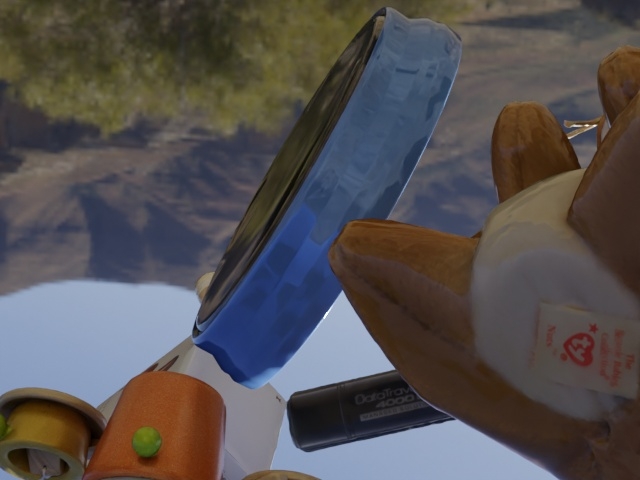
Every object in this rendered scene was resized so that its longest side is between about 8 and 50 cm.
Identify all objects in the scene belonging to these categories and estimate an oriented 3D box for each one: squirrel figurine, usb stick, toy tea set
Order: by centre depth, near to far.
[{"bbox_3d":[-0.100,0.225,0.884,0.200,0.124,0.336,-18,134,32],"label":"toy tea set"},{"bbox_3d":[0.275,0.046,0.898,0.281,0.397,0.370,-34,177,35],"label":"squirrel figurine"},{"bbox_3d":[0.089,0.195,1.426,0.278,0.077,0.045,-15,164,17],"label":"usb stick"}]

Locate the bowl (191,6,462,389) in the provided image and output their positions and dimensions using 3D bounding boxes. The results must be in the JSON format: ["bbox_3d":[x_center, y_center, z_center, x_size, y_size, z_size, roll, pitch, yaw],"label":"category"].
[{"bbox_3d":[-0.003,-0.048,1.121,0.077,0.391,0.391,30,-179,-9],"label":"bowl"}]

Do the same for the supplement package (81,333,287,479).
[{"bbox_3d":[-0.172,0.240,1.381,0.203,0.149,0.194,-37,-166,19],"label":"supplement package"}]

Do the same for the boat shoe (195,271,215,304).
[{"bbox_3d":[-0.072,0.068,1.490,0.170,0.063,0.059,-7,-160,-6],"label":"boat shoe"}]
